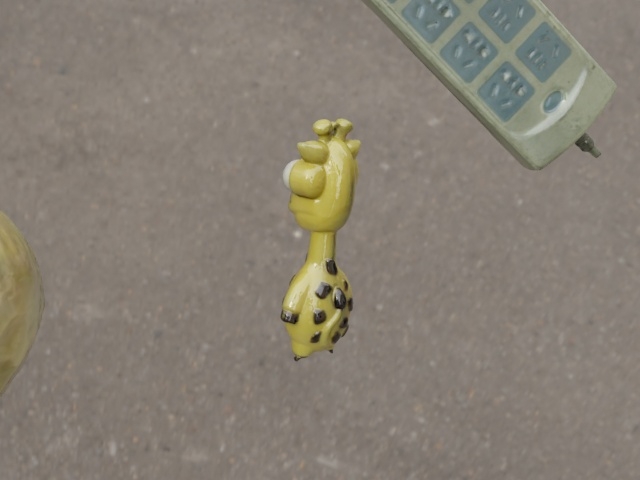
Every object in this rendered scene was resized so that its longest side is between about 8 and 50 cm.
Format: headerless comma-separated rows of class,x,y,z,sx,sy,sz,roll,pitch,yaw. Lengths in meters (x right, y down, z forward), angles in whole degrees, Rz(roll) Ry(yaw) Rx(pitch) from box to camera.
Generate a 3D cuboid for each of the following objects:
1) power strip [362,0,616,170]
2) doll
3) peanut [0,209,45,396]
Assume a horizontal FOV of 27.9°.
power strip,0.105,-0.129,0.813,0.227,0.029,0.080,43,87,-16
doll,-0.001,0.000,1.520,0.086,0.291,0.117,12,16,35
peanut,-0.183,0.060,0.471,0.099,0.214,0.090,40,23,-6
